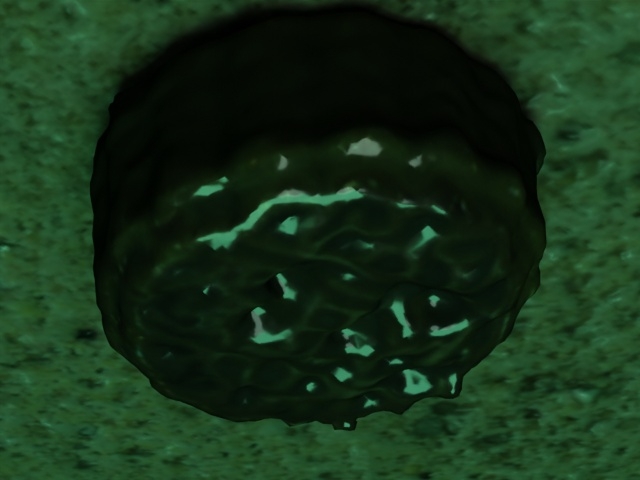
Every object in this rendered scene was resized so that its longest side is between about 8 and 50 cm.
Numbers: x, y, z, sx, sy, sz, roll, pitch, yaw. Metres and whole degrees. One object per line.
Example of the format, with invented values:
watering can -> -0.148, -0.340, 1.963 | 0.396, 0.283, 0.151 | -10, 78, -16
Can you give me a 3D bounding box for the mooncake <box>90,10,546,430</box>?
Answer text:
mooncake -> 0.000, 0.000, 0.686 | 0.228, 0.124, 0.228 | -1, 142, -1
